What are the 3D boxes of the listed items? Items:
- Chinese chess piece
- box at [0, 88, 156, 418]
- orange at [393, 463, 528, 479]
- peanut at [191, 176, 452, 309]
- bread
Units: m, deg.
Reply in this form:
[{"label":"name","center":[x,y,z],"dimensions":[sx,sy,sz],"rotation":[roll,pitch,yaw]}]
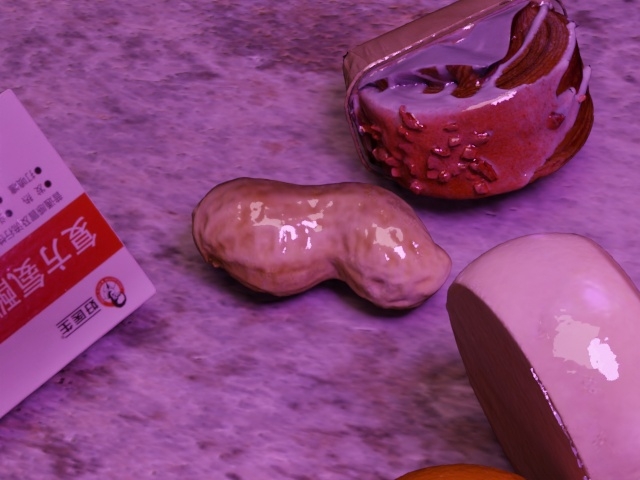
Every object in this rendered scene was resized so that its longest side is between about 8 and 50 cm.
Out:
[{"label":"Chinese chess piece","center":[0.186,0.113,1.418],"dimensions":[0.097,0.251,0.251],"rotation":[-25,49,-9]},{"label":"box","center":[-0.329,0.062,1.592],"dimensions":[0.353,0.214,0.069],"rotation":[-40,11,-22]},{"label":"orange","center":[0.097,0.256,1.351],"dimensions":[0.206,0.206,0.206],"rotation":[-5,48,5]},{"label":"peanut","center":[0.000,0.000,1.659],"dimensions":[0.229,0.098,0.103],"rotation":[5,91,15]},{"label":"bread","center":[0.136,-0.123,1.725],"dimensions":[0.224,0.142,0.212],"rotation":[-26,35,-12]}]
